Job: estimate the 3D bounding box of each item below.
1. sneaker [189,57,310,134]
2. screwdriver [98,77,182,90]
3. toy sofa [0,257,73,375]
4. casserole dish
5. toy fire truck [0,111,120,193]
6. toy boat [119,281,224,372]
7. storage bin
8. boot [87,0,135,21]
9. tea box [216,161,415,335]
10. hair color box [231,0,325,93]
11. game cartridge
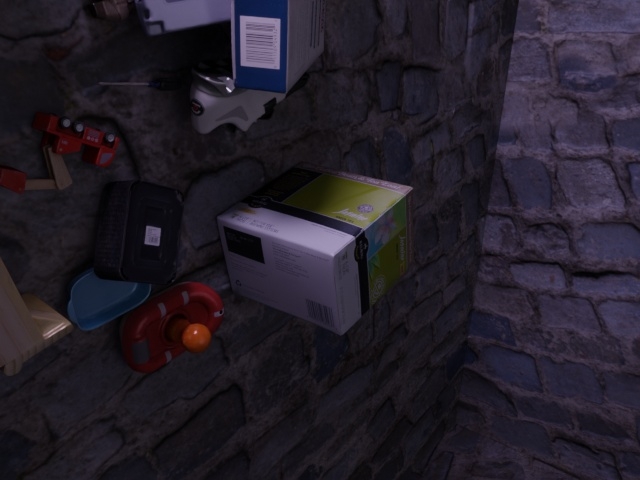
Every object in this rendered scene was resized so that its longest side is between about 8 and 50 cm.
[{"bbox_3d":[-0.152,-0.300,1.278,0.330,0.122,0.146,-27,144,-49],"label":"sneaker"},{"bbox_3d":[-0.320,-0.278,1.108,0.170,0.024,0.025,-22,94,-48],"label":"screwdriver"},{"bbox_3d":[-0.511,0.021,0.853,0.177,0.150,0.363,-38,134,-34],"label":"toy sofa"},{"bbox_3d":[-0.397,0.089,1.155,0.188,0.037,0.114,-31,130,-44],"label":"casserole dish"},{"bbox_3d":[-0.425,-0.133,0.998,0.192,0.047,0.135,15,93,-58],"label":"toy fire truck"},{"bbox_3d":[-0.283,0.183,1.261,0.231,0.151,0.151,-31,129,-45],"label":"toy boat"},{"bbox_3d":[-0.328,-0.013,1.122,0.122,0.084,0.180,12,80,-52],"label":"storage bin"},{"bbox_3d":[-0.344,-0.414,0.996,0.087,0.042,0.118,-42,138,-47],"label":"boot"},{"bbox_3d":[0.000,0.000,1.426,0.323,0.329,0.220,-39,134,-39],"label":"tea box"},{"bbox_3d":[-0.071,-0.419,1.195,0.347,0.105,0.174,-67,164,-59],"label":"hair color box"},{"bbox_3d":[-0.234,-0.505,1.021,0.196,0.060,0.294,-21,115,-26],"label":"game cartridge"}]
